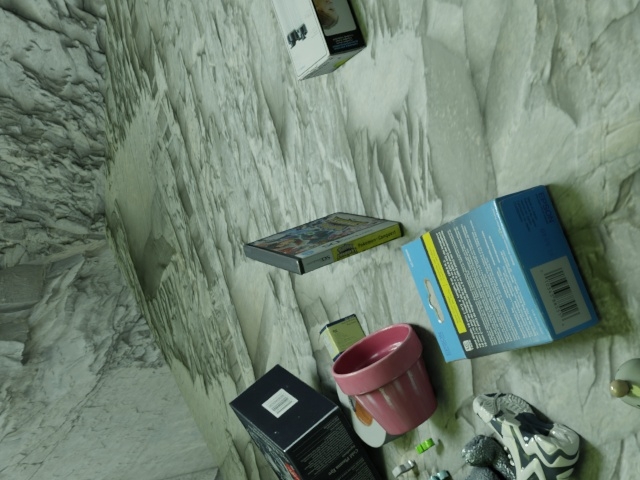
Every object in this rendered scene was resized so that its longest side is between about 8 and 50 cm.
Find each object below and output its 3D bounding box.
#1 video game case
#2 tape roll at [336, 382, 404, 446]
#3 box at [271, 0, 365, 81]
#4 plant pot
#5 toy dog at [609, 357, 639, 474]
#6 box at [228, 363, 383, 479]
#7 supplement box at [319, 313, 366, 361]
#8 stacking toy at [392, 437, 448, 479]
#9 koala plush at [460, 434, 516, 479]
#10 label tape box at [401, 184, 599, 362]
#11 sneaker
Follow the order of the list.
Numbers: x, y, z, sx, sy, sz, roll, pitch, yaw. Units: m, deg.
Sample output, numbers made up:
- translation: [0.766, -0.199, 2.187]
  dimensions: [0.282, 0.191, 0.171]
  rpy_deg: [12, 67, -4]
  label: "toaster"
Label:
- translation: [0.000, 0.000, 1.937]
  dimensions: [0.275, 0.248, 0.035]
  rpy_deg: [14, 121, 61]
  label: "video game case"
- translation: [0.122, 0.376, 2.158]
  dimensions: [0.219, 0.072, 0.219]
  rpy_deg: [45, 144, 45]
  label: "tape roll"
- translation: [-0.025, -0.489, 1.841]
  dimensions: [0.169, 0.087, 0.289]
  rpy_deg: [-22, 87, 65]
  label: "box"
- translation: [0.152, 0.303, 1.933]
  dimensions: [0.180, 0.201, 0.201]
  rpy_deg: [58, 157, -10]
  label: "plant pot"
- translation: [0.494, 0.258, 1.195]
  dimensions: [0.334, 0.161, 0.220]
  rpy_deg: [-13, 80, 63]
  label: "toy dog"
- translation: [-0.034, 0.536, 2.362]
  dimensions: [0.343, 0.179, 0.312]
  rpy_deg: [21, 145, 59]
  label: "box"
- translation: [0.056, 0.234, 2.180]
  dimensions: [0.083, 0.083, 0.056]
  rpy_deg: [63, 153, 15]
  label: "supplement box"
- translation: [0.253, 0.553, 2.048]
  dimensions: [0.167, 0.052, 0.221]
  rpy_deg: [58, 150, 22]
  label: "stacking toy"
- translation: [0.284, 0.530, 1.759]
  dimensions: [0.203, 0.221, 0.196]
  rpy_deg: [47, 145, 42]
  label: "koala plush"
- translation: [0.294, 0.067, 1.555]
  dimensions: [0.334, 0.106, 0.240]
  rpy_deg: [-31, 78, 65]
  label: "label tape box"
- translation: [0.363, 0.382, 1.645]
  dimensions: [0.235, 0.094, 0.153]
  rpy_deg: [21, 117, 47]
  label: "sneaker"
